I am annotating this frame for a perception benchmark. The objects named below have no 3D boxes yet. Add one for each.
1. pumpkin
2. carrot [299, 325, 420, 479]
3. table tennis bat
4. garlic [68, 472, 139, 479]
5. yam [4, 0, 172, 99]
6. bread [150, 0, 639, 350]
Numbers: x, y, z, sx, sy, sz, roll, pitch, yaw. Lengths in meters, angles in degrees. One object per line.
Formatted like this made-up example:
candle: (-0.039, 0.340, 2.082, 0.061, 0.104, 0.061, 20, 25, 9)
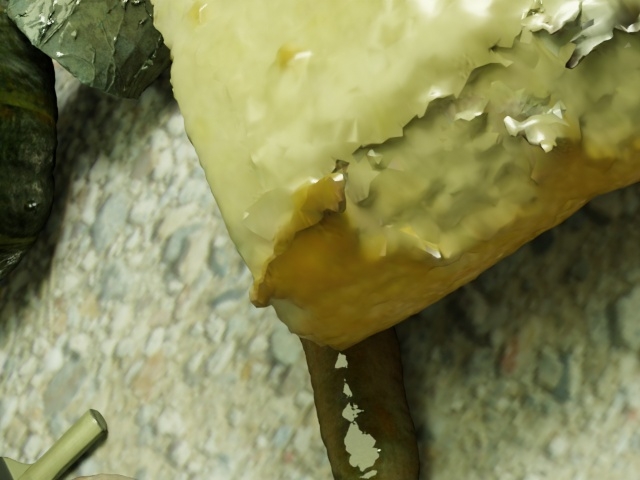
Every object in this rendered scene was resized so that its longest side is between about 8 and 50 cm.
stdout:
pumpkin: (-0.252, -0.064, 1.170, 0.224, 0.157, 0.223, -7, 80, 43)
carrot: (0.001, 0.000, 1.002, 0.070, 0.070, 0.342, -26, 55, 25)
table tennis bat: (-0.180, 0.154, 1.094, 0.156, 0.013, 0.087, -44, 47, 12)
garlic: (-0.074, 0.204, 0.907, 0.218, 0.218, 0.212, -53, 6, 2)
yam: (-0.095, -0.175, 1.143, 0.183, 0.107, 0.107, -48, 47, 4)
bread: (0.110, -0.122, 0.880, 0.375, 0.165, 0.236, -27, 57, 13)
